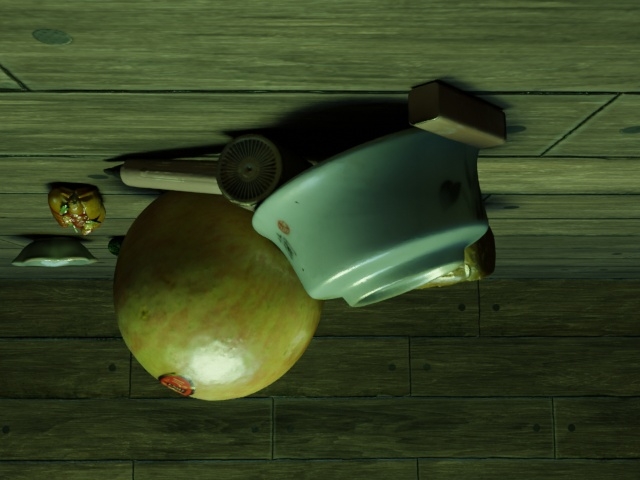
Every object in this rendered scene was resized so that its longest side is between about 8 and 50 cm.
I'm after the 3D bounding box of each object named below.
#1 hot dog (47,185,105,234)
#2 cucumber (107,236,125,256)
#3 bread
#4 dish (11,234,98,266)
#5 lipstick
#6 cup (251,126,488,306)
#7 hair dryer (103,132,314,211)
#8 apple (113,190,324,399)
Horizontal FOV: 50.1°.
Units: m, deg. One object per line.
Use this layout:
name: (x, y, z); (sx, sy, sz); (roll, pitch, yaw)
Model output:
hot dog: (-0.481, -0.054, 1.359); (0.104, 0.076, 0.250); (2, 170, -18)
cucumber: (-0.487, 0.020, 1.898); (0.242, 0.074, 0.074); (-2, 172, 21)
bread: (0.229, 0.006, 1.442); (0.247, 0.176, 0.196); (-7, -178, 26)
dish: (-0.750, 0.028, 1.934); (0.230, 0.081, 0.229); (-3, 174, 0)
lipstick: (0.164, -0.145, 0.811); (0.145, 0.045, 0.045); (8, 170, -44)
cup: (0.094, -0.011, 0.963); (0.347, 0.163, 0.347); (-21, 168, -5)
hair dryer: (-0.178, -0.099, 1.051); (0.345, 0.106, 0.189); (7, 177, 20)
apple: (-0.176, 0.081, 1.250); (0.347, 0.391, 0.391); (-35, 155, 27)
